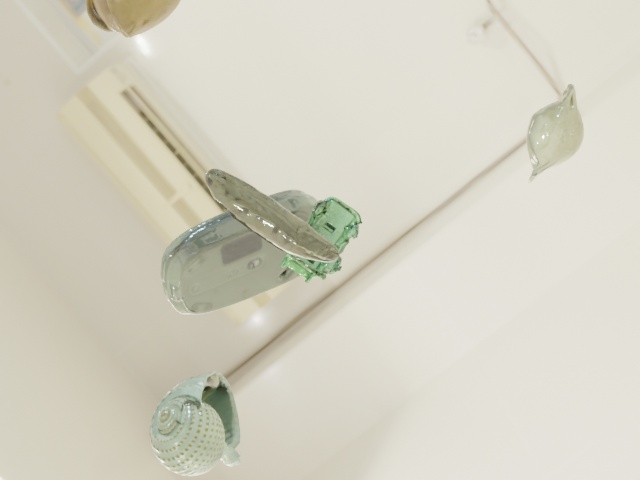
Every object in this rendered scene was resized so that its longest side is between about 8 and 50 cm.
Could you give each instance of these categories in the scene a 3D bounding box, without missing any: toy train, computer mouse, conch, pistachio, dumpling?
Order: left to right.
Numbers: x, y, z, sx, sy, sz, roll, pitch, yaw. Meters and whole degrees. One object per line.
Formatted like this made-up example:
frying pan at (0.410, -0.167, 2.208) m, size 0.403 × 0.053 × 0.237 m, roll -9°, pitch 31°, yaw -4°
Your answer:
pistachio at (-0.307, -0.495, 1.665) m, size 0.162 × 0.293 × 0.181 m, roll 26°, pitch 178°, yaw 41°
conch at (-0.090, 0.132, 0.680) m, size 0.085 × 0.056 × 0.076 m, roll 72°, pitch -158°, yaw -57°
computer mouse at (-0.136, 0.017, 1.708) m, size 0.095 × 0.330 × 0.197 m, roll 42°, pitch 144°, yaw 45°
toy train at (0.000, 0.000, 1.607) m, size 0.099 × 0.149 × 0.081 m, roll 33°, pitch 179°, yaw -10°
dumpling at (0.531, -0.241, 2.157) m, size 0.166 × 0.126 × 0.216 m, roll -7°, pitch -86°, yaw -80°

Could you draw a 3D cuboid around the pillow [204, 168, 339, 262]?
pillow at (-0.081, -0.030, 1.453) m, size 0.241 × 0.051 × 0.093 m, roll 32°, pitch 159°, yaw -14°
